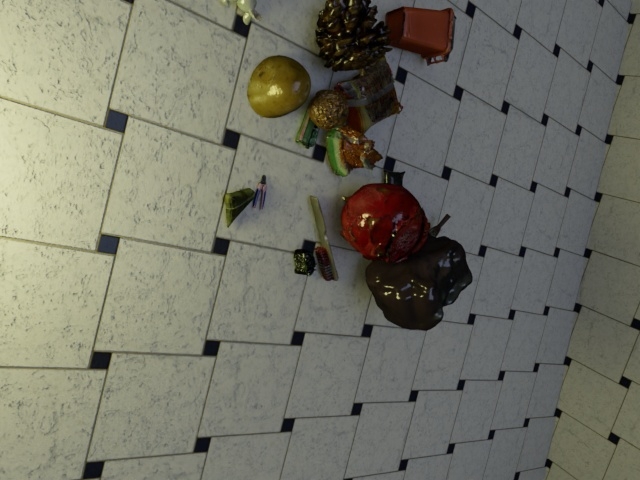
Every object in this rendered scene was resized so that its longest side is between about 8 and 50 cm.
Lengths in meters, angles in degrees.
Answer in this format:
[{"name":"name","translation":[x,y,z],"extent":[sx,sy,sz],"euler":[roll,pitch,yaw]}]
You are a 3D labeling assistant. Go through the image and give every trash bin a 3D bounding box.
[{"name":"trash bin","translation":[0.355,-0.743,1.788],"extent":[0.239,0.161,0.184],"euler":[-4,102,-27]}]

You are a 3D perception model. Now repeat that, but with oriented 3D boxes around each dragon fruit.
[{"name":"dragon fruit","translation":[0.219,-0.061,1.739],"extent":[0.296,0.302,0.295],"euler":[-15,114,-37]}]

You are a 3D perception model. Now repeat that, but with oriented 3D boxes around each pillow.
[{"name":"pillow","translation":[0.275,-0.196,1.902],"extent":[0.090,0.048,0.150],"euler":[-1,102,-38]}]

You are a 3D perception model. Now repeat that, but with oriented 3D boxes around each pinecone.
[{"name":"pinecone","translation":[0.091,-0.650,1.573],"extent":[0.257,0.243,0.243],"euler":[46,70,-2]}]

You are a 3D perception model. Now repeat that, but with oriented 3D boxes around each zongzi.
[{"name":"zongzi","translation":[-0.250,-0.102,1.547],"extent":[0.104,0.052,0.113],"euler":[-19,124,-38]}]

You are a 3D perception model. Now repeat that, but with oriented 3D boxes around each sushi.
[{"name":"sushi","translation":[-0.051,0.075,1.701],"extent":[0.056,0.085,0.083],"euler":[-19,109,-32]}]

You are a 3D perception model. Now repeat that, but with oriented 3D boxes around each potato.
[{"name":"potato","translation":[-0.102,-0.472,1.511],"extent":[0.203,0.158,0.178],"euler":[-43,122,-26]}]

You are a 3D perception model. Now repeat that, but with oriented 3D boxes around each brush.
[{"name":"brush","translation":[0.000,0.000,1.740],"extent":[0.050,0.060,0.321],"euler":[-21,112,-20]}]

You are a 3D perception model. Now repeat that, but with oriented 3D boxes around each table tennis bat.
[{"name":"table tennis bat","translation":[0.446,-0.072,2.078],"extent":[0.170,0.119,0.107],"euler":[-50,153,10]}]

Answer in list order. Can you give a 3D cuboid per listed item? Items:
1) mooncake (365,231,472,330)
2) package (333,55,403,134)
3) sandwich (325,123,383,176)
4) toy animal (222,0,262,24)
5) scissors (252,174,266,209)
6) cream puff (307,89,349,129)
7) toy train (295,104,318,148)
[{"name":"mooncake","translation":[0.351,0.133,1.832],"extent":[0.381,0.351,0.212],"euler":[-56,134,-40]},{"name":"package","translation":[0.183,-0.499,1.737],"extent":[0.288,0.108,0.223],"euler":[-38,123,-25]},{"name":"sandwich","translation":[0.108,-0.311,1.692],"extent":[0.109,0.160,0.184],"euler":[-57,137,-35]},{"name":"toy animal","translation":[-0.224,-0.694,1.423],"extent":[0.124,0.071,0.085],"euler":[25,84,-37]},{"name":"scissors","translation":[-0.192,-0.156,1.594],"extent":[0.039,0.012,0.113],"euler":[9,94,-37]},{"name":"cream puff","translation":[0.031,-0.423,1.598],"extent":[0.144,0.103,0.126],"euler":[-9,101,-31]},{"name":"toy train","translation":[-0.032,-0.381,1.648],"extent":[0.071,0.038,0.147],"euler":[23,85,-37]}]
